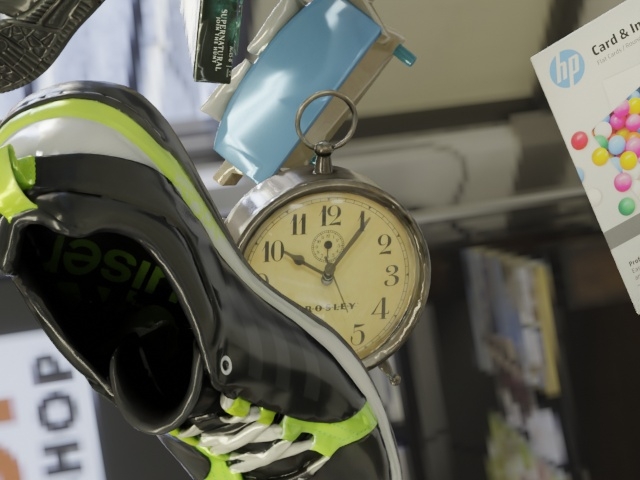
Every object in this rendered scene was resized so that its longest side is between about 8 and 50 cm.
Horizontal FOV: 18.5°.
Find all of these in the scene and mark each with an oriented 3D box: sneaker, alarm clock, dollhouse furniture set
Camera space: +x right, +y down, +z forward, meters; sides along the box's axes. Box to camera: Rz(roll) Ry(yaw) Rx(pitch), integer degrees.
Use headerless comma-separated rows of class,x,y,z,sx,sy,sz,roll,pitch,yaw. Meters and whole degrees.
sneaker,-0.052,0.049,0.713,0.234,0.084,0.097,51,-156,-28
alarm clock,0.000,0.000,1.212,0.064,0.129,0.192,-129,40,-65
dollhouse furniture set,-0.074,-0.111,1.483,0.198,0.303,0.286,39,-169,9
sneaker,-0.171,-0.171,1.272,0.170,0.051,0.089,-40,35,20

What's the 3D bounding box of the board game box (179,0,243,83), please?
board game box,-0.066,-0.181,1.218,0.186,0.026,0.126,-108,23,-69

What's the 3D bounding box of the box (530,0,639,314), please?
box,0.228,-0.066,1.217,0.145,0.038,0.186,-30,67,26
